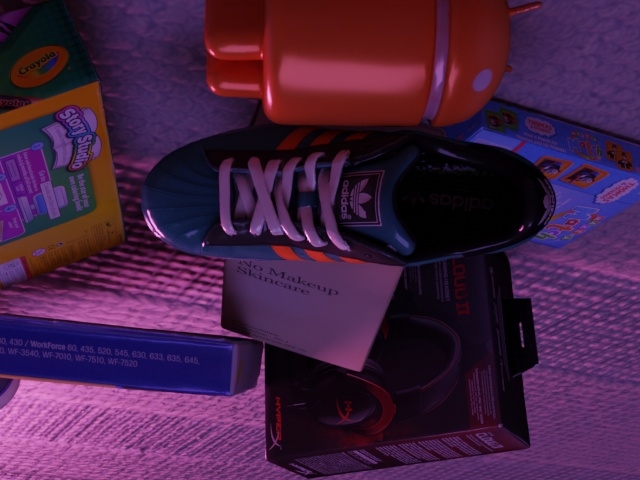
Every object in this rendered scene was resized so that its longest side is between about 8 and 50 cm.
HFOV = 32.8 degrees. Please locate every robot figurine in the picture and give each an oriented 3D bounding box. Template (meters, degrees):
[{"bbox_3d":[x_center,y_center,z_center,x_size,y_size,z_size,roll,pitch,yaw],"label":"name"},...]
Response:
[{"bbox_3d":[0.033,-0.140,0.735,0.219,0.128,0.158,1,115,-4],"label":"robot figurine"}]

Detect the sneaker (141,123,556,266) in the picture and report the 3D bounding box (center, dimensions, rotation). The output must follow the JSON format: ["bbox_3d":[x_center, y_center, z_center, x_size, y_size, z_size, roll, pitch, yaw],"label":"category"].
[{"bbox_3d":[0.015,-0.035,0.773,0.302,0.108,0.121,-2,-179,3],"label":"sneaker"}]

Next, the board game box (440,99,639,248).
[{"bbox_3d":[0.189,-0.056,1.013,0.211,0.039,0.160,13,151,-25],"label":"board game box"}]

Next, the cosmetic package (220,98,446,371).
[{"bbox_3d":[0.000,0.000,0.996,0.160,0.113,0.309,17,154,3],"label":"cosmetic package"}]

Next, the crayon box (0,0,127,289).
[{"bbox_3d":[-0.254,-0.058,0.868,0.165,0.081,0.278,-21,159,-15],"label":"crayon box"}]

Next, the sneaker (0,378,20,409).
[{"bbox_3d":[-0.529,0.118,1.253,0.323,0.130,0.236,-3,146,10],"label":"sneaker"}]

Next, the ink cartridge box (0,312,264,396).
[{"bbox_3d":[-0.224,0.114,1.084,0.304,0.072,0.307,5,176,4],"label":"ink cartridge box"}]

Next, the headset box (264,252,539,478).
[{"bbox_3d":[0.091,0.124,1.173,0.293,0.218,0.110,-12,154,23],"label":"headset box"}]
